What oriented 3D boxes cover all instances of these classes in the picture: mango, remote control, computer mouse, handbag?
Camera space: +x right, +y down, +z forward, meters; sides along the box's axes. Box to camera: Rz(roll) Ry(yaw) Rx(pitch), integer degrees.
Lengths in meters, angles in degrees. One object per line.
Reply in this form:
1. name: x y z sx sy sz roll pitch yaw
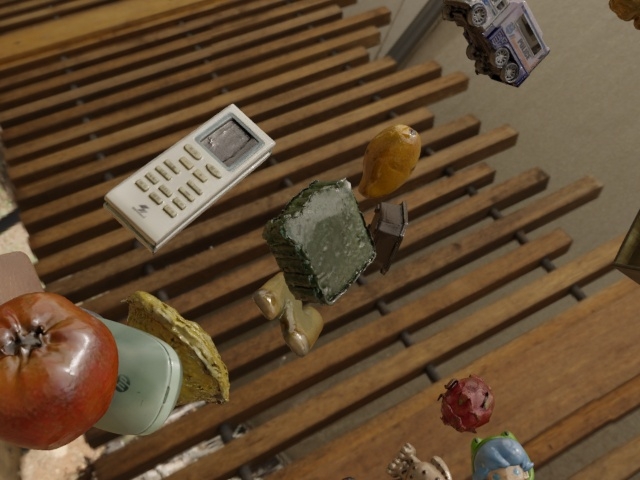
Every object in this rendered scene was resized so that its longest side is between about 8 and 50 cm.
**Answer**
1. mango: 0.194 -0.227 1.679 0.262 0.157 0.109 124 -37 -46
2. remote control: -0.194 -0.105 0.911 0.103 0.277 0.055 43 -34 1
3. computer mouse: -0.342 0.207 0.914 0.289 0.159 0.097 11 -10 24
4. handbag: -0.675 0.128 1.265 0.193 0.072 0.151 67 20 0

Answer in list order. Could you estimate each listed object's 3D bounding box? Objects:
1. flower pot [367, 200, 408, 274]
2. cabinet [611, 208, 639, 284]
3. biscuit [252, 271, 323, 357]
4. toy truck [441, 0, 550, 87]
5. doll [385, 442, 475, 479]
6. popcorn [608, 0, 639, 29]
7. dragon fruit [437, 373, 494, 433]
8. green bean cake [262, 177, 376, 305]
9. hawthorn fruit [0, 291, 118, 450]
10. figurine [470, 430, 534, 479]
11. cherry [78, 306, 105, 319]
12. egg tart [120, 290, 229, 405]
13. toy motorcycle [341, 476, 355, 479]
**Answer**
1. flower pot: 0.185 -0.023 1.730 0.251 0.084 0.178 -73 -175 -65
2. cabinet: 0.824 0.040 1.329 0.215 0.174 0.148 30 -3 -21
3. biscuit: -0.086 0.214 1.768 0.237 0.062 0.291 53 14 1
4. toy truck: 0.416 -0.505 1.382 0.268 0.155 0.124 43 2 -36
5. doll: 0.257 0.554 1.253 0.278 0.154 0.119 19 -23 43
6. popcorn: 0.685 -0.547 1.190 0.250 0.250 0.190 97 -4 -61
7. dragon fruit: 0.368 0.396 1.439 0.136 0.166 0.133 60 -38 15
8. green bean cake: 0.000 0.000 1.409 0.132 0.241 0.255 4 -51 47
9. hawthorn fruit: -0.365 0.190 0.779 0.196 0.197 0.225 54 -28 37
10. figurine: 0.476 0.623 1.496 0.143 0.162 0.263 63 12 -51
11. cherry: -0.682 0.323 1.690 0.255 0.218 0.296 37 -26 60
12. egg tart: -0.345 0.266 1.326 0.341 0.132 0.341 33 -33 24
13. toy motorcycle: -0.015 0.754 1.604 0.134 0.401 0.207 57 28 -31
